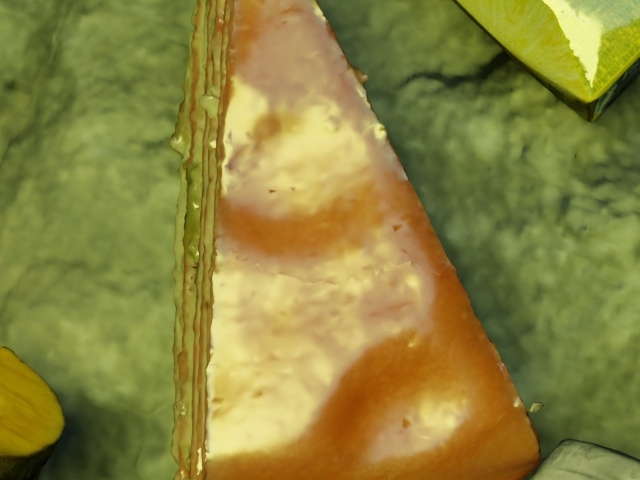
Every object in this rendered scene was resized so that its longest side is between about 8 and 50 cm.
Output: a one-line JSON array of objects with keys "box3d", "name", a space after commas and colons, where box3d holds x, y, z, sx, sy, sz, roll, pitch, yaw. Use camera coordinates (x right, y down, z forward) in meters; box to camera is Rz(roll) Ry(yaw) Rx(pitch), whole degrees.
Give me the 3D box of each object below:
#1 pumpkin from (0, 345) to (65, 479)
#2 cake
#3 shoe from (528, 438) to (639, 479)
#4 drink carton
[{"box3d": [-0.190, 0.065, 0.552, 0.183, 0.119, 0.108, 30, 108, 8], "name": "pumpkin"}, {"box3d": [0.000, 0.001, 0.601, 0.135, 0.098, 0.287, -8, 80, -2], "name": "cake"}, {"box3d": [0.131, 0.195, 0.560, 0.137, 0.095, 0.245, -41, 77, -12], "name": "shoe"}, {"box3d": [0.061, -0.141, 0.661, 0.074, 0.084, 0.200, -44, 82, 7], "name": "drink carton"}]
